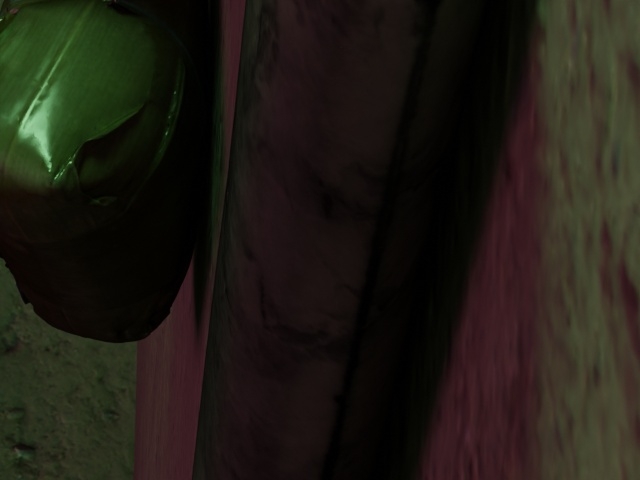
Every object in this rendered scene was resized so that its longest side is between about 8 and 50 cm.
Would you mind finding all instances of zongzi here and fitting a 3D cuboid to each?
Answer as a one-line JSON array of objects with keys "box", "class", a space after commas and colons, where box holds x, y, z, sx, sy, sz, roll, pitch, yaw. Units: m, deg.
[{"box": [-0.158, -0.130, 1.492, 0.356, 0.174, 0.393, 83, -159, -63], "class": "zongzi"}]

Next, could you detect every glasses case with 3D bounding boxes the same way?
[{"box": [0.000, 0.000, 0.548, 0.299, 0.060, 0.114, 100, 171, -48], "class": "glasses case"}]
